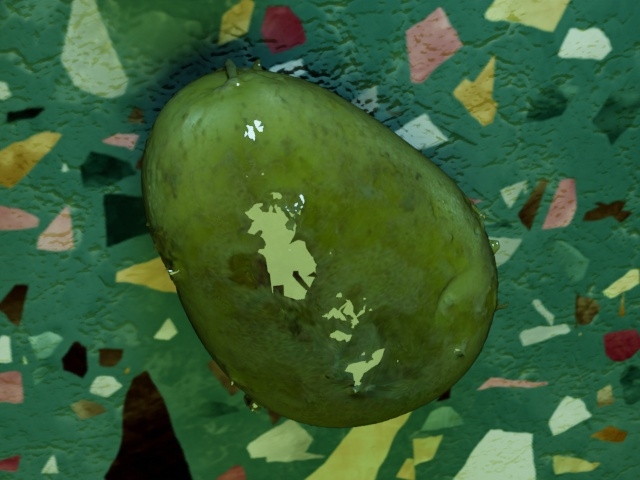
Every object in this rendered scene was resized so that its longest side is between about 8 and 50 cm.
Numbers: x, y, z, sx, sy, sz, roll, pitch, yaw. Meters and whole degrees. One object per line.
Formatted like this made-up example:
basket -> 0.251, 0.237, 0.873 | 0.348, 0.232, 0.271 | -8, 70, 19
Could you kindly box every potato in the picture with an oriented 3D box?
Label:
potato -> -0.017, 0.009, 1.479 | 0.270, 0.219, 0.359 | -45, 120, 9
